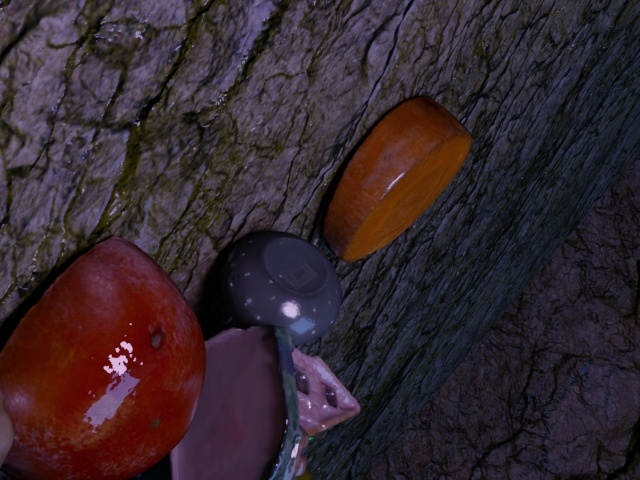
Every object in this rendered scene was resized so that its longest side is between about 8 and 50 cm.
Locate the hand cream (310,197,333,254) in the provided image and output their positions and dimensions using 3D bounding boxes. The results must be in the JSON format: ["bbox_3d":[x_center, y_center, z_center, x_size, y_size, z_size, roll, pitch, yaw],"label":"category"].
[{"bbox_3d":[0.000,0.000,1.729,0.057,0.037,0.165,-26,142,-50],"label":"hand cream"}]

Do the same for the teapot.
[{"bbox_3d":[-0.085,0.112,1.550,0.183,0.183,0.251,-30,161,-45],"label":"teapot"}]

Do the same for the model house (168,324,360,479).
[{"bbox_3d":[-0.064,0.270,1.442,0.202,0.237,0.237,-26,144,22],"label":"model house"}]

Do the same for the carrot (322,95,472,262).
[{"bbox_3d":[0.116,-0.094,1.722,0.307,0.100,0.258,-44,158,-14],"label":"carrot"}]

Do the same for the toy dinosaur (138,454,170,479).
[{"bbox_3d":[-0.229,0.406,1.562,0.331,0.129,0.383,92,-2,-58],"label":"toy dinosaur"}]

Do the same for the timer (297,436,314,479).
[{"bbox_3d":[-0.116,0.405,1.820,0.285,0.285,0.285,-43,158,-22],"label":"timer"}]

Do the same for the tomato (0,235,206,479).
[{"bbox_3d":[-0.242,0.180,1.265,0.338,0.143,0.338,-43,148,-36],"label":"tomato"}]

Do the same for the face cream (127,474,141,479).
[{"bbox_3d":[-0.318,0.337,1.504,0.096,0.154,0.274,-14,162,15],"label":"face cream"}]

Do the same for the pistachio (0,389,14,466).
[{"bbox_3d":[-0.419,0.235,1.080,0.238,0.138,0.153,-46,139,0],"label":"pistachio"}]
